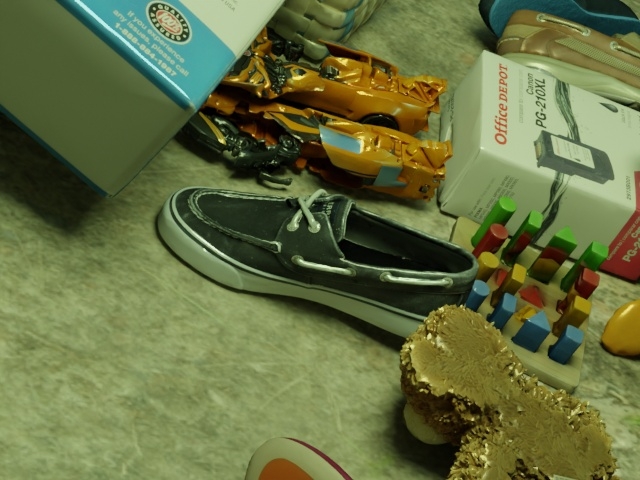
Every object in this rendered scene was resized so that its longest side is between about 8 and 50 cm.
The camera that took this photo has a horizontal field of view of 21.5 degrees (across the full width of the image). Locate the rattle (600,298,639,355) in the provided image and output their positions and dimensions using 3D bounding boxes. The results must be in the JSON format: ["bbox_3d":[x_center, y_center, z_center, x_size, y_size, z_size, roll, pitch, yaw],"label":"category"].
[{"bbox_3d":[0.367,0.053,1.802,0.130,0.143,0.199,49,16,-28],"label":"rattle"}]

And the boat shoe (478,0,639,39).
[{"bbox_3d":[0.275,-0.270,2.024,0.258,0.109,0.089,10,36,-45],"label":"boat shoe"}]

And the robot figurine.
[{"bbox_3d":[-0.011,-0.143,1.729,0.291,0.085,0.211,16,43,-17],"label":"robot figurine"}]

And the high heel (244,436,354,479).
[{"bbox_3d":[0.068,0.320,1.349,0.181,0.127,0.377,27,27,-51],"label":"high heel"}]

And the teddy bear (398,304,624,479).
[{"bbox_3d":[0.187,0.214,1.504,0.338,0.113,0.245,36,48,-6],"label":"teddy bear"}]

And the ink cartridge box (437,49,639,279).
[{"bbox_3d":[0.254,-0.081,1.811,0.237,0.100,0.172,20,42,-12],"label":"ink cartridge box"}]

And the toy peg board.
[{"bbox_3d":[0.207,0.043,1.682,0.161,0.079,0.160,26,42,-5],"label":"toy peg board"}]

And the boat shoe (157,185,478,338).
[{"bbox_3d":[0.000,0.000,1.572,0.301,0.102,0.108,21,43,-1],"label":"boat shoe"}]

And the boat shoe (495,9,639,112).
[{"bbox_3d":[0.350,-0.184,1.930,0.324,0.123,0.116,17,68,-17],"label":"boat shoe"}]

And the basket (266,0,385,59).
[{"bbox_3d":[0.007,-0.361,1.861,0.255,0.201,0.289,28,52,-2],"label":"basket"}]

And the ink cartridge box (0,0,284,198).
[{"bbox_3d":[-0.176,-0.274,1.548,0.285,0.166,0.395,41,44,-8],"label":"ink cartridge box"}]
